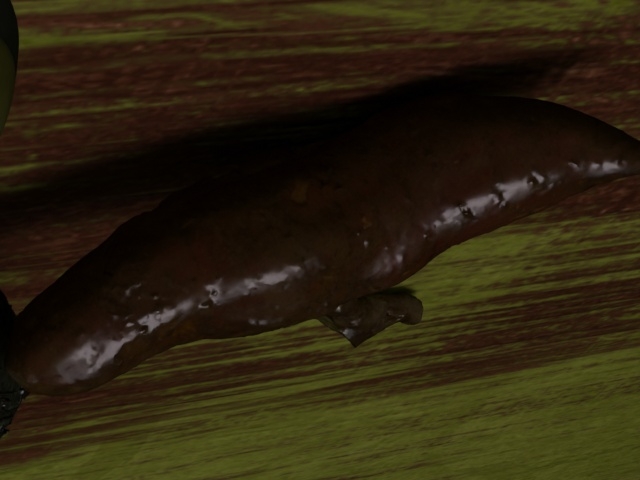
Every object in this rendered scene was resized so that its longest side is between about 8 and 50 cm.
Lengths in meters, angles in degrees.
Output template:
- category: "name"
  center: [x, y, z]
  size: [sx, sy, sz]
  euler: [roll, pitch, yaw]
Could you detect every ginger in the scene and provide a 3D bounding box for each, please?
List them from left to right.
- category: "ginger"
  center: [0.025, 0.053, 1.235]
  size: [0.097, 0.030, 0.048]
  euler: [5, 146, -41]

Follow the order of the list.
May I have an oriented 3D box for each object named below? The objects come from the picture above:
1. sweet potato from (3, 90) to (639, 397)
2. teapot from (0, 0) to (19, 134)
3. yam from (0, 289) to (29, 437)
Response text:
- category: "sweet potato"
  center: [-0.002, -0.007, 0.984]
  size: [0.354, 0.106, 0.095]
  euler: [-19, 121, -12]
- category: "teapot"
  center: [-0.168, -0.082, 0.666]
  size: [0.130, 0.119, 0.166]
  euler: [-6, 147, -47]
- category: "yam"
  center: [-0.203, 0.045, 0.947]
  size: [0.107, 0.107, 0.183]
  euler: [-17, 154, -6]
